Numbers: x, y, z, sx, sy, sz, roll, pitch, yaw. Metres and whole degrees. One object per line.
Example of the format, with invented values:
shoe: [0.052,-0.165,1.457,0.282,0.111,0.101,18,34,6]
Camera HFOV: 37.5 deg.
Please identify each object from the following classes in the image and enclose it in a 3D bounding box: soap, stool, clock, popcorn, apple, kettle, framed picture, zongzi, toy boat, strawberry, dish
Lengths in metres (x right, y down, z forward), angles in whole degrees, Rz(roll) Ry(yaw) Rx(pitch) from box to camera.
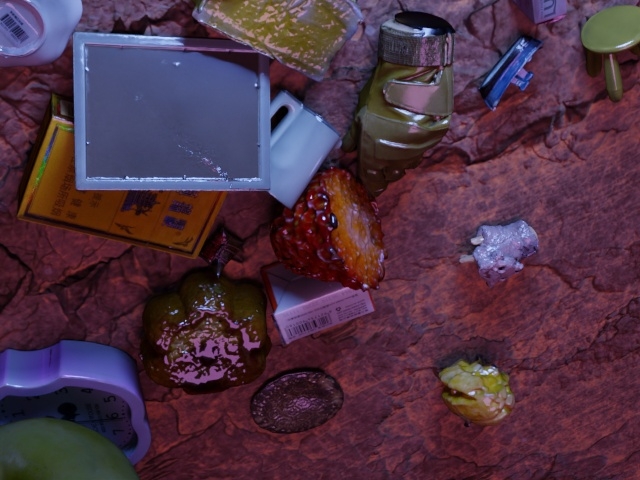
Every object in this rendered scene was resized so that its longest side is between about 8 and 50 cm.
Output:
soap: [-0.061,-0.341,1.379,0.233,0.076,0.135,20,121,-30]
stool: [0.491,-0.309,1.544,0.135,0.134,0.110,-61,137,-25]
clock: [-0.487,0.335,1.775,0.338,0.102,0.339,-7,129,-9]
popcorn: [0.324,0.313,1.963,0.152,0.167,0.148,-66,159,-8]
apple: [-0.489,0.540,1.597,0.473,0.474,0.474,-8,129,-10]
kettle: [-0.054,-0.144,1.508,0.126,0.098,0.148,36,90,3]
framed picture: [-0.218,-0.188,1.410,0.296,0.019,0.233,0,90,-18]
zongzi: [-0.176,0.029,1.641,0.083,0.074,0.067,-33,148,12]
toy boat: [0.317,-0.274,1.551,0.060,0.060,0.137,35,110,-12]
strawberry: [0.000,0.000,1.595,0.178,0.234,0.234,-20,133,26]
dish: [-0.425,-0.308,1.304,0.190,0.066,0.191,-8,129,-10]

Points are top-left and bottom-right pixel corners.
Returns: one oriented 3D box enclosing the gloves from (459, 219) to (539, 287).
gloves: [0.343,0.023,1.780,0.144,0.094,0.110,-41,139,7]

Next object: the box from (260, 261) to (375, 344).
box: [-0.006,0.092,1.702,0.182,0.133,0.099,-22,130,-1]

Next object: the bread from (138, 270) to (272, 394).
bread: [-0.210,0.170,1.703,0.246,0.135,0.232,-8,116,-8]

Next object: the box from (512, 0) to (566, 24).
box: [0.318,-0.414,1.410,0.060,0.111,0.156,-20,132,-1]

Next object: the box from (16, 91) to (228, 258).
box: [-0.305,-0.096,1.495,0.301,0.084,0.193,14,122,-26]

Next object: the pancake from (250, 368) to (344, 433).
pancake: [-0.048,0.336,1.955,0.199,0.021,0.199,-8,129,-10]

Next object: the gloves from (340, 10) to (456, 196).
gloves: [0.127,-0.198,1.505,0.154,0.141,0.331,-2,128,-16]
